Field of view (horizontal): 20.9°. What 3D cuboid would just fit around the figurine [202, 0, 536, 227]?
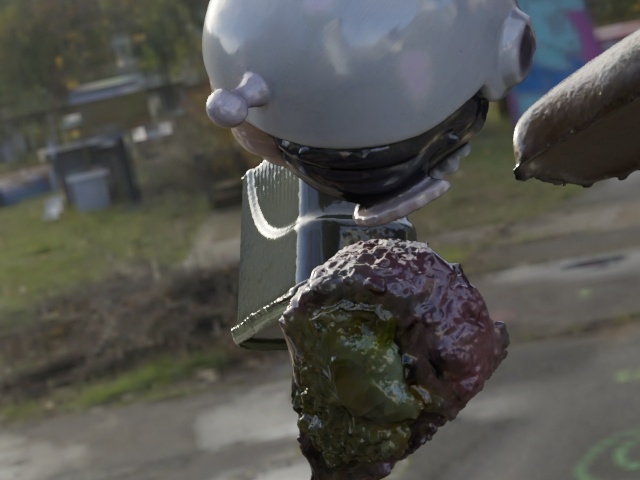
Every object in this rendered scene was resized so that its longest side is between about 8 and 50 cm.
[{"bbox_3d":[0.050,-0.208,1.329,0.211,0.361,0.253,34,-4,-42],"label":"figurine"}]

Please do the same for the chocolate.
[{"bbox_3d":[0.279,-0.134,1.416,0.261,0.083,0.161,-30,-23,29],"label":"chocolate"}]

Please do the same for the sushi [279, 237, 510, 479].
[{"bbox_3d":[0.031,0.101,1.387,0.241,0.161,0.107,-46,-3,40],"label":"sushi"}]

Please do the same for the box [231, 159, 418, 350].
[{"bbox_3d":[0.000,0.000,1.628,0.138,0.178,0.274,2,-13,-19],"label":"box"}]
